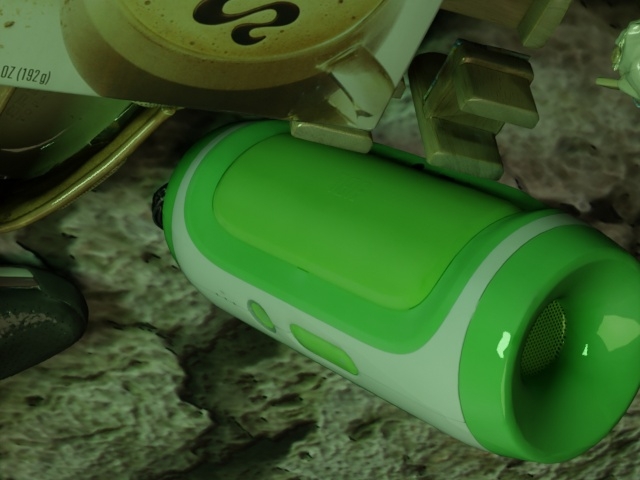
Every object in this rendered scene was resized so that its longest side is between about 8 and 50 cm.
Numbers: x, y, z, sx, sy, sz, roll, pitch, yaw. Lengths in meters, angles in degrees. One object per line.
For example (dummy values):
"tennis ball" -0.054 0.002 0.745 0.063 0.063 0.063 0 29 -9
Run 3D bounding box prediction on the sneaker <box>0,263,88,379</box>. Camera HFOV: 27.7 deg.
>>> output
"sneaker" -0.285 0.122 0.851 0.281 0.162 0.106 -15 140 1

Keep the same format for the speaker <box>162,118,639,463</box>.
"speaker" 0.034 0.015 0.716 0.131 0.296 0.131 -14 114 -35

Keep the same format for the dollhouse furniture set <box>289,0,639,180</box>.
"dollhouse furniture set" 0.118 -0.158 0.658 0.242 0.161 0.212 11 134 -19

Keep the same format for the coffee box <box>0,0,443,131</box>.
"coffee box" -0.093 -0.151 0.466 0.297 0.119 0.168 5 135 -27

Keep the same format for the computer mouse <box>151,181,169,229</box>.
"computer mouse" 0.000 0.000 0.888 0.242 0.041 0.071 8 136 -23

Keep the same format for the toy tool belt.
"toy tool belt" 0.175 -0.079 0.603 0.083 0.052 0.051 3 168 -6

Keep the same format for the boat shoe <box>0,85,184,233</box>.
"boat shoe" -0.087 -0.117 0.665 0.122 0.120 0.324 24 127 -37
